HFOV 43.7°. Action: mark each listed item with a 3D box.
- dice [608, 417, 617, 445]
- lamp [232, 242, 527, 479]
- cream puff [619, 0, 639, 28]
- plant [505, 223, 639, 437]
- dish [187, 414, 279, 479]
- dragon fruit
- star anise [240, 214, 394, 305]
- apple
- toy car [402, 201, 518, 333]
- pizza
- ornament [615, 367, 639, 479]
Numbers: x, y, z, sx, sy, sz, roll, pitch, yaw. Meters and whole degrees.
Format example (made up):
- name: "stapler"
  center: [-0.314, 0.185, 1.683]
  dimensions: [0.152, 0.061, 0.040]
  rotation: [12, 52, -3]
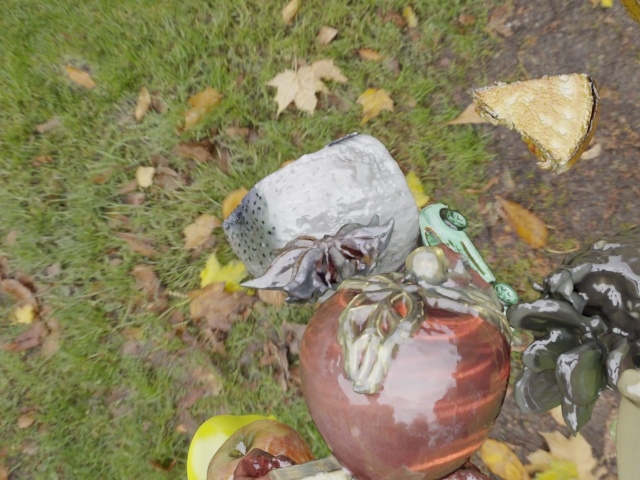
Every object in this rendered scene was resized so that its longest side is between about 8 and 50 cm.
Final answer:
- name: "dice"
  center: [0.782, 0.423, 1.679]
  dimensions: [0.254, 0.250, 0.252]
  rotation: [-36, 69, -3]
- name: "lamp"
  center: [0.047, 0.117, 0.567]
  dimensions: [0.215, 0.151, 0.223]
  rotation: [-3, 86, -19]
- name: "cream puff"
  center: [0.240, -0.154, 0.488]
  dimensions: [0.116, 0.122, 0.094]
  rotation: [1, 52, -8]
- name: "plant"
  center: [0.333, 0.098, 0.839]
  dimensions: [0.276, 0.199, 0.188]
  rotation: [-27, 54, -19]
- name: "dish"
  center: [-0.165, 0.509, 1.819]
  dimensions: [0.263, 0.108, 0.221]
  rotation: [-2, 91, -39]
- name: "dragon fruit"
  center: [0.000, 0.000, 1.192]
  dimensions: [0.221, 0.283, 0.203]
  rotation: [-23, 78, -33]
- name: "star anise"
  center: [0.003, 0.025, 0.949]
  dimensions: [0.181, 0.204, 0.061]
  rotation: [-11, 107, 18]
- name: "apple"
  center: [-0.093, 0.409, 1.357]
  dimensions: [0.188, 0.188, 0.173]
  rotation: [-30, 111, -3]
- name: "toy car"
  center: [0.223, 0.070, 1.412]
  dimensions: [0.125, 0.136, 0.305]
  rotation: [1, 48, -32]
- name: "pizza"
  center: [0.479, -0.254, 1.758]
  dimensions: [0.288, 0.074, 0.251]
  rotation: [-5, 57, 8]
- name: "ornament"
  center: [0.274, 0.092, 0.508]
  dimensions: [0.230, 0.061, 0.245]
  rotation: [-49, 127, -13]
